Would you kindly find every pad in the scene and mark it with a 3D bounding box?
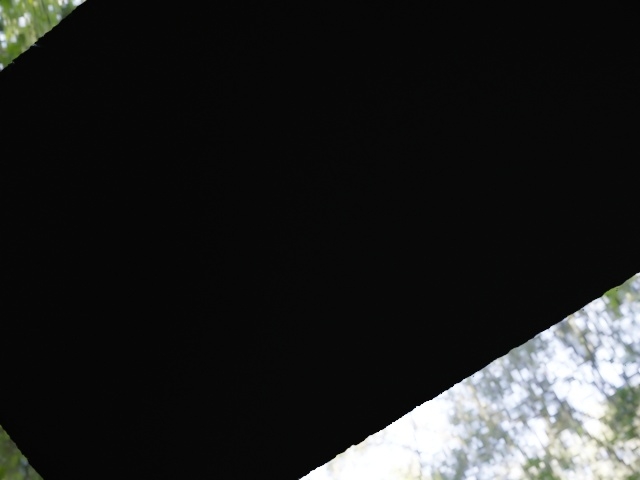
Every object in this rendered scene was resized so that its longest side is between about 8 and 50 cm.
[{"bbox_3d":[0.000,0.001,0.526,0.375,0.063,0.315,-33,-82,15],"label":"pad"}]
